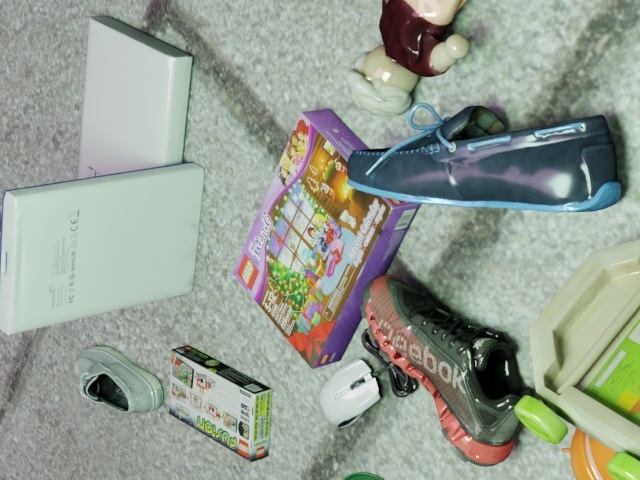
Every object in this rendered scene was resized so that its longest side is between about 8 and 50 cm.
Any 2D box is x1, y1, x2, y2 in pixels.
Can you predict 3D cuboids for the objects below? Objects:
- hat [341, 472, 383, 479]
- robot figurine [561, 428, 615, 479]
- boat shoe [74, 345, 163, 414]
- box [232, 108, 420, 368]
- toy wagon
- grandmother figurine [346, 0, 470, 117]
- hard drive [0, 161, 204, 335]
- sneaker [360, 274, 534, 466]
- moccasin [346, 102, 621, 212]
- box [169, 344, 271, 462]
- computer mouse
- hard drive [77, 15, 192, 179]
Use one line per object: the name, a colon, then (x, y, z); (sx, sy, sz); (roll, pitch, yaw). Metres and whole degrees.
hat: (0.019, 0.432, 1.730); (0.173, 0.184, 0.208); (-46, 66, 43)
robot figurine: (0.348, 0.210, 1.353); (0.219, 0.158, 0.128); (-42, 41, 45)
boat shoe: (-0.359, 0.235, 2.181); (0.227, 0.081, 0.079); (17, 112, 44)
box: (0.000, 0.000, 1.741); (0.201, 0.057, 0.293); (48, 131, 30)
toy wagon: (0.360, 0.126, 1.240); (0.344, 0.267, 0.068); (31, 165, 44)
grandmother figurine: (0.126, -0.274, 1.512); (0.207, 0.104, 0.342); (-100, 29, -41)
hard drive: (-0.316, 0.007, 1.897); (0.040, 0.319, 0.210); (28, 119, 41)
sneaker: (0.157, 0.132, 1.569); (0.276, 0.098, 0.135); (53, 133, 23)
moccasin: (0.184, -0.099, 1.480); (0.342, 0.138, 0.116); (4, 98, 33)
box: (-0.157, 0.247, 1.993); (0.207, 0.036, 0.114); (22, 115, 43)
computer mouse: (0.047, 0.199, 1.749); (0.193, 0.042, 0.106); (-47, 66, 43)
hard drive: (-0.300, -0.152, 2.048); (0.233, 0.047, 0.353); (30, 121, 41)
